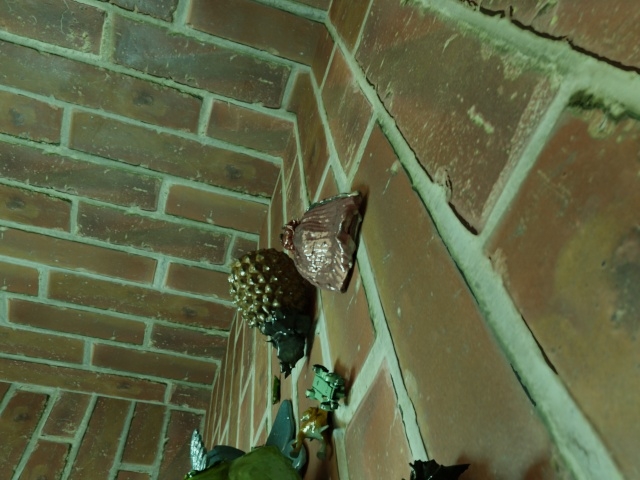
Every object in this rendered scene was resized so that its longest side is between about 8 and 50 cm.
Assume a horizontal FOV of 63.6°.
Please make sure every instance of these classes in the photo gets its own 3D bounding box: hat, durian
[{"bbox_3d":[0.000,0.000,1.253,0.286,0.107,0.236,3,79,52],"label":"hat"},{"bbox_3d":[-0.140,0.513,0.934,0.256,0.204,0.340,-43,52,-7],"label":"durian"}]

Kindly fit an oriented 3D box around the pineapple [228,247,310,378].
[{"bbox_3d":[-0.115,0.195,1.399,0.357,0.223,0.222,61,139,44],"label":"pineapple"}]

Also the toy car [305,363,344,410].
[{"bbox_3d":[0.014,0.295,1.039,0.143,0.054,0.073,163,122,-73],"label":"toy car"}]

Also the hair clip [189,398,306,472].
[{"bbox_3d":[-0.194,0.586,1.228,0.318,0.239,0.391,164,119,-72],"label":"hair clip"}]

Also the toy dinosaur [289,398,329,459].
[{"bbox_3d":[0.000,0.377,1.060,0.212,0.057,0.142,-48,9,41],"label":"toy dinosaur"}]

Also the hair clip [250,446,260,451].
[{"bbox_3d":[-0.211,0.706,1.534,0.218,0.071,0.159,108,161,-46],"label":"hair clip"}]

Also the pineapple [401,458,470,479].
[{"bbox_3d":[0.122,0.293,0.451,0.310,0.141,0.170,-160,79,-84],"label":"pineapple"}]

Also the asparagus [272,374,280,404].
[{"bbox_3d":[-0.134,0.450,1.564,0.108,0.021,0.025,-94,26,-54],"label":"asparagus"}]
